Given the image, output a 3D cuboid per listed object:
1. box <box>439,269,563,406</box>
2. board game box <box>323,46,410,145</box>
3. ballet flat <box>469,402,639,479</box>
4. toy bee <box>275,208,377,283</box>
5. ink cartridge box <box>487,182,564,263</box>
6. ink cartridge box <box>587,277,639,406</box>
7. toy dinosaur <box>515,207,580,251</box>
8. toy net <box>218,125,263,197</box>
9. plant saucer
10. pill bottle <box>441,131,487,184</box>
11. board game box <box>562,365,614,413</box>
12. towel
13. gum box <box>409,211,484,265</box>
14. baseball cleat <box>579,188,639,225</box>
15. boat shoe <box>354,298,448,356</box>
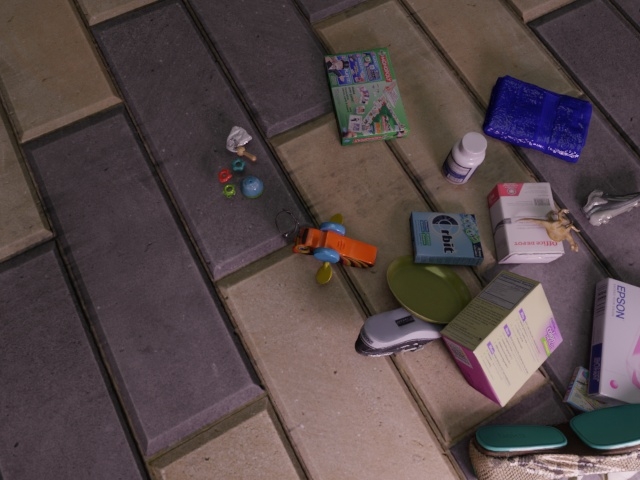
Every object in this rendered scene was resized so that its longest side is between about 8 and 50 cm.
[{"bbox_3d":[0.451,0.238,1.187,0.243,0.117,0.213,-41,118,-13],"label":"box"},{"bbox_3d":[0.142,-0.461,1.519,0.213,0.046,0.317,-8,71,-5],"label":"board game box"},{"bbox_3d":[0.602,0.511,1.137,0.482,0.164,0.182,-11,101,5],"label":"ballet flat"},{"bbox_3d":[0.000,0.000,1.314,0.298,0.162,0.195,42,64,-13],"label":"toy bee"},{"bbox_3d":[0.579,-0.048,1.361,0.158,0.092,0.218,-1,69,-3],"label":"ink cartridge box"},{"bbox_3d":[0.881,0.296,1.246,0.330,0.071,0.324,17,65,4],"label":"ink cartridge box"},{"bbox_3d":[0.629,-0.042,1.286,0.183,0.053,0.093,30,72,5],"label":"toy dinosaur"},{"bbox_3d":[-0.248,-0.232,1.430,0.122,0.045,0.232,-13,70,-4],"label":"toy net"},{"bbox_3d":[0.283,0.134,1.268,0.241,0.037,0.241,11,39,-9],"label":"plant saucer"},{"bbox_3d":[0.418,-0.239,1.383,0.094,0.169,0.094,1,70,-2],"label":"pill bottle"},{"bbox_3d":[0.721,0.412,1.237,0.154,0.026,0.103,30,72,9],"label":"board game box"},{"bbox_3d":[0.680,-0.388,1.493,0.308,0.076,0.228,18,70,5],"label":"towel"},{"bbox_3d":[0.351,-0.008,1.345,0.184,0.041,0.157,3,53,-1],"label":"gum box"},{"bbox_3d":[0.863,-0.121,1.408,0.206,0.072,0.109,-24,66,-13],"label":"baseball cleat"},{"bbox_3d":[0.227,0.238,1.240,0.306,0.105,0.113,-11,52,-32],"label":"boat shoe"}]
